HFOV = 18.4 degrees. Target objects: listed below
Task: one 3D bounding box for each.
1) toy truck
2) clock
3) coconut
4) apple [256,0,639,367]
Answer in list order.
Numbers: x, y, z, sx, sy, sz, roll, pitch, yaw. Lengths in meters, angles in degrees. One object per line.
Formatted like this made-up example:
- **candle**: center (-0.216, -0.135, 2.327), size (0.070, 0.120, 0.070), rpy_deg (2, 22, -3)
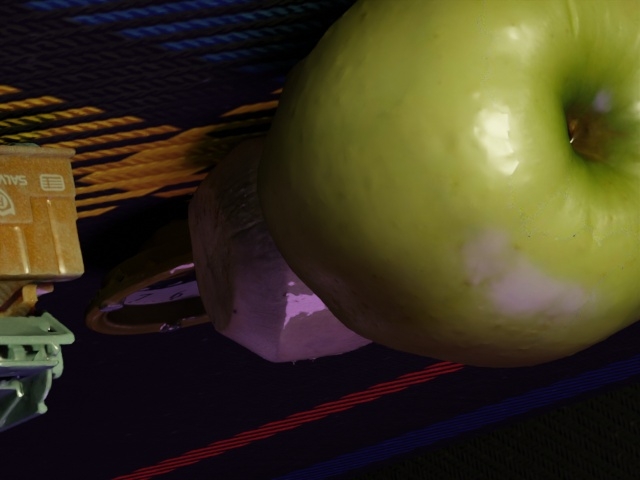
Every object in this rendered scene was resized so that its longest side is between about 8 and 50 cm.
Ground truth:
- **toy truck**: center (-0.287, 0.065, 1.285), size (0.133, 0.184, 0.338), rpy_deg (0, 159, -42)
- **clock**: center (-0.078, 0.015, 1.566), size (0.237, 0.057, 0.237), rpy_deg (-15, 167, -4)
- **coconut**: center (-0.001, -0.002, 1.370), size (0.162, 0.161, 0.161), rpy_deg (-10, 165, -21)
- **apple**: center (0.102, -0.046, 1.177), size (0.279, 0.279, 0.279), rpy_deg (-14, 166, -3)
